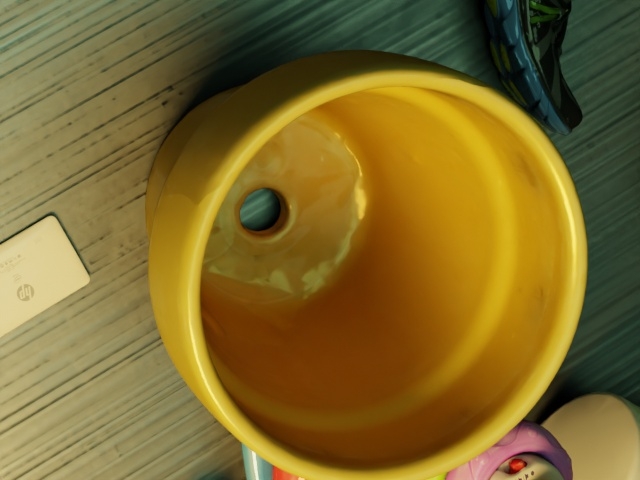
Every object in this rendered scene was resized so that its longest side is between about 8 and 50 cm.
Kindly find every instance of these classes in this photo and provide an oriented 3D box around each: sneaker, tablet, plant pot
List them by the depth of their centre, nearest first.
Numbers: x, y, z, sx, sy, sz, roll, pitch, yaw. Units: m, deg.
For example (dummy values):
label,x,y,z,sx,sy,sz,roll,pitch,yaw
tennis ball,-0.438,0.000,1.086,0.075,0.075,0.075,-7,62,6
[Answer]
label,x,y,z,sx,sy,sz,roll,pitch,yaw
plant pot,0.000,0.000,1.232,0.254,0.239,0.254,-5,103,-21
tablet,-0.197,0.026,1.289,0.083,0.006,0.054,-32,112,-12
sneaker,0.151,-0.160,1.349,0.078,0.067,0.188,-19,106,-10

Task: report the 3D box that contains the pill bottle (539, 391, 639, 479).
label,x,y,z,sx,sy,sz,roll,pitch,yaw
pill bottle,0.279,0.234,1.440,0.283,0.161,0.161,34,89,-25

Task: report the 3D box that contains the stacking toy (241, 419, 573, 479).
label,x,y,z,sx,sy,sz,roll,pitch,yaw
stacking toy,0.097,0.163,1.268,0.175,0.302,0.166,-21,110,-32
